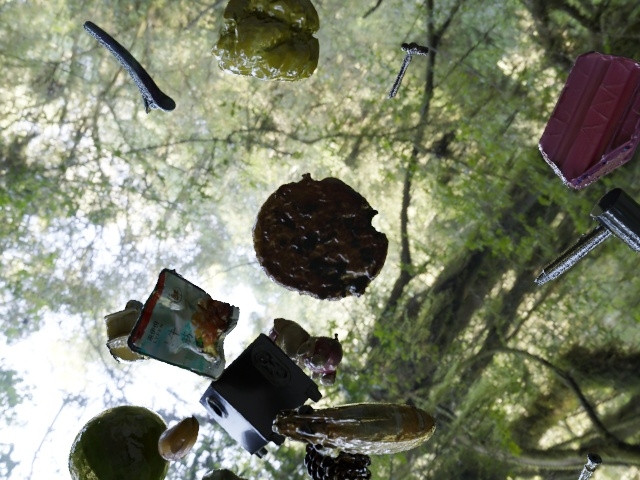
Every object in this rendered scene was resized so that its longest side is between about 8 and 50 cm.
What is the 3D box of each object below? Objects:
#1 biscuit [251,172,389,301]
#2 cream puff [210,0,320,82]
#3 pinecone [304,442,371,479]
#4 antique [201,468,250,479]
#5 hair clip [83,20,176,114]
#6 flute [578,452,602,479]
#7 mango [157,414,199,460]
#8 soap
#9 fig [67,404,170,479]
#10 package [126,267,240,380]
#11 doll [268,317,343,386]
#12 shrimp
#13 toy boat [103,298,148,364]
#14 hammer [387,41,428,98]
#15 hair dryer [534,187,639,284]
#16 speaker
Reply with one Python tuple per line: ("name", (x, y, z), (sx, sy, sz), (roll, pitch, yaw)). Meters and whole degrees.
("biscuit", (0.002, -0.004, 1.440), (0.334, 0.289, 0.081), (28, 177, -16))
("cream puff", (-0.087, -0.387, 1.123), (0.195, 0.194, 0.221), (37, -150, 17))
("pinecone", (0.061, 0.773, 2.088), (0.224, 0.224, 0.272), (29, 167, -5))
("antique", (-0.288, 0.806, 1.688), (0.150, 0.125, 0.284), (41, -135, -24))
("hair clip", (-0.435, -0.395, 1.374), (0.083, 0.048, 0.275), (2, 148, 24))
("flute", (0.481, 0.486, 1.135), (0.027, 0.233, 0.027), (5, -148, -3))
("mango", (-0.334, 0.471, 1.424), (0.077, 0.127, 0.063), (43, -173, 2))
("soap", (0.523, -0.220, 1.141), (0.162, 0.250, 0.099), (27, -173, 25))
("fig", (-0.567, 0.646, 1.731), (0.316, 0.316, 0.316), (27, -160, -10))
("package", (-0.244, 0.168, 1.146), (0.040, 0.166, 0.232), (4, 155, 41))
("doll", (-0.058, 0.352, 1.901), (0.256, 0.196, 0.152), (19, -154, 31))
("shrimp", (0.039, 0.268, 0.841), (0.287, 0.152, 0.063), (14, -125, -34))
("toy boat", (-0.396, 0.211, 1.317), (0.121, 0.321, 0.089), (-12, -110, -15))
("hammer", (0.194, -0.390, 1.405), (0.065, 0.178, 0.021), (5, -121, -11))
("hair dryer", (0.515, 0.022, 1.144), (0.114, 0.248, 0.070), (41, -146, 3))
("speaker", (-0.170, 0.445, 1.702), (0.254, 0.184, 0.232), (44, -127, 6))
